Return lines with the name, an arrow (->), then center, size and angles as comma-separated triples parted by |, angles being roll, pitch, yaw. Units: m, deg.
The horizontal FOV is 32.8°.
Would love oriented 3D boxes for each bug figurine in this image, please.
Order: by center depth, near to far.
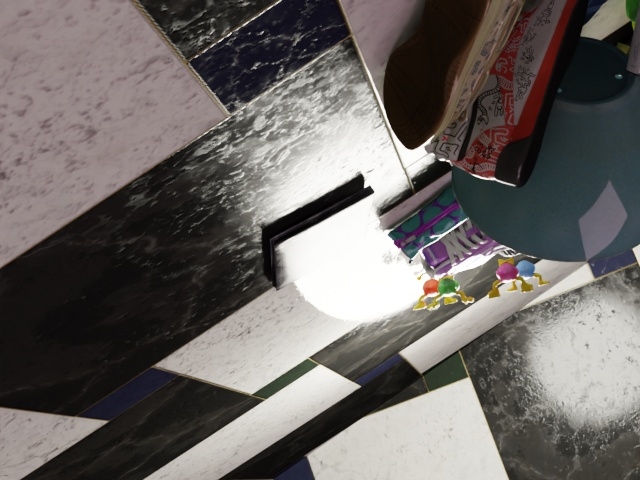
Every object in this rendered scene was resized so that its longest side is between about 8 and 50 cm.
bug figurine -> 0.314, 0.081, 2.160 | 0.279, 0.072, 0.216 | -11, 179, 8

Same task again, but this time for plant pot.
plant pot -> 0.320, -0.145, 1.396 | 0.290, 0.290, 0.195 | -26, 142, -21

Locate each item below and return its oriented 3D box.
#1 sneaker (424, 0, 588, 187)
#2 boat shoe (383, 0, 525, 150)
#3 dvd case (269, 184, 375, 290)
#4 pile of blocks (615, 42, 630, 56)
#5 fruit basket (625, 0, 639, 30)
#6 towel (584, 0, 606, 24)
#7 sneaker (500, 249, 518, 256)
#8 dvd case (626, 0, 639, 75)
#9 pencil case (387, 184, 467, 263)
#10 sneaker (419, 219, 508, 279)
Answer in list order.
sneaker -> 0.211, -0.208, 1.273 | 0.090, 0.145, 0.270 | 13, 97, -69
boat shoe -> 0.147, -0.197, 1.155 | 0.089, 0.104, 0.285 | -21, 160, -27
dvd case -> 0.000, 0.000, 1.620 | 0.164, 0.018, 0.221 | -28, 164, -11
pile of blocks -> 0.579, -0.289, 1.625 | 0.362, 0.149, 0.112 | -32, 164, -2
fruit basket -> 0.596, -0.287, 1.460 | 0.392, 0.392, 0.283 | -39, 177, 21
towel -> 0.334, -0.299, 1.344 | 0.067, 0.029, 0.119 | -21, 160, -37
sneaker -> 0.441, -0.077, 2.061 | 0.131, 0.112, 0.319 | -18, 160, -34
dvd case -> 0.435, -0.325, 1.240 | 0.180, 0.022, 0.253 | -21, 129, -32
pencil case -> 0.188, -0.031, 1.799 | 0.152, 0.064, 0.070 | -38, 180, 17
sneaker -> 0.276, -0.002, 1.995 | 0.161, 0.102, 0.282 | -21, 161, -27
